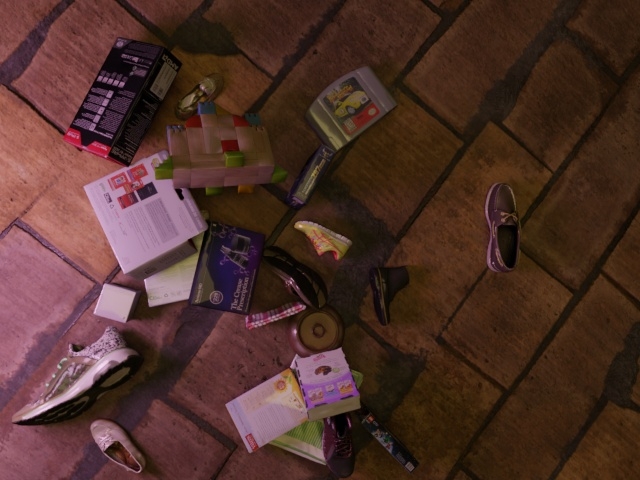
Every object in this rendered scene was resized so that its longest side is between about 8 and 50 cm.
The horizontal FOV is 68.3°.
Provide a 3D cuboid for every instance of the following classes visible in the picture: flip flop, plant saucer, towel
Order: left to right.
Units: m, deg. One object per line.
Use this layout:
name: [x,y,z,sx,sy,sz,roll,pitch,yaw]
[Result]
towel: [-0.145,0.234,1.513,0.196,0.144,0.029,-19,92,-9]
flip flop: [-0.090,0.129,1.557,0.277,0.080,0.112,37,44,7]
towel: [-0.023,0.555,1.576,0.247,0.038,0.325,23,85,-6]
plant saucer: [-0.012,0.302,1.571,0.198,0.036,0.199,2,79,-11]

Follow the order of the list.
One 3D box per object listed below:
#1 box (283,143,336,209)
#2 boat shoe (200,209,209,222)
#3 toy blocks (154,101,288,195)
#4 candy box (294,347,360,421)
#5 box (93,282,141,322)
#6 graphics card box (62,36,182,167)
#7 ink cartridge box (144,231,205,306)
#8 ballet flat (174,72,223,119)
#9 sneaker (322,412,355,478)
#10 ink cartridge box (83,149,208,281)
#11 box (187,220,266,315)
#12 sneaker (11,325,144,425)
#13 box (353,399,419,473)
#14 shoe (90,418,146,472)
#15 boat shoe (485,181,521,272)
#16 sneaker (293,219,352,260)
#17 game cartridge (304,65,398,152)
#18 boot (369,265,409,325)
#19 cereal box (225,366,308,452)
box: [-0.039,-0.195,1.498,0.059,0.232,0.184,31,84,-10]
boat shoe: [-0.428,-0.079,1.532,0.135,0.050,0.045,0,73,-8]
toy blocks: [-0.307,-0.297,1.417,0.381,0.191,0.261,-6,65,-19]
candy box: [0.019,0.446,1.476,0.164,0.196,0.070,-13,126,-7]
box: [-0.629,0.192,1.469,0.101,0.087,0.102,18,86,-8]
graphics card box: [-0.603,-0.425,1.437,0.232,0.094,0.371,21,85,29]
ink cartridge box: [-0.456,0.083,1.520,0.223,0.045,0.224,-10,89,-10]
ballet flat: [-0.393,-0.474,1.536,0.073,0.067,0.206,41,83,-5]
sneaker: [0.059,0.629,1.483,0.106,0.162,0.282,-11,88,-9]
ink cartridge box: [-0.511,-0.078,1.436,0.271,0.130,0.310,-28,76,-9]
box: [-0.294,0.090,1.485,0.184,0.103,0.262,14,79,-19]
sneaker: [-0.749,0.413,1.445,0.410,0.158,0.182,-32,62,-7]
box: [0.207,0.635,1.546,0.044,0.159,0.233,-44,95,-7]
shoe: [-0.629,0.641,1.469,0.219,0.058,0.076,45,83,-5]
boat shoe: [0.653,-0.049,1.667,0.116,0.096,0.325,4,88,-8]
sneaker: [0.000,0.000,1.575,0.208,0.081,0.094,26,87,-7]
game cartridge: [0.100,-0.458,1.620,0.294,0.060,0.196,-39,90,-8]
boot: [0.252,0.184,1.614,0.136,0.077,0.198,-8,91,-14]
cereal box: [-0.162,0.545,1.524,0.240,0.047,0.173,-29,81,-1]
